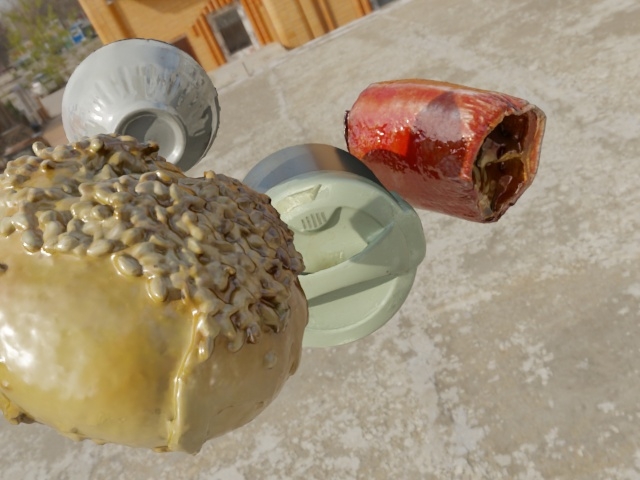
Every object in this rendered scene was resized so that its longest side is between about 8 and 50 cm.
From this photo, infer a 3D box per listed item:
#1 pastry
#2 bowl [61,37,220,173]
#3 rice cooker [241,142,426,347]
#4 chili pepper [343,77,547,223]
[{"bbox_3d":[-0.150,0.021,0.536,0.284,0.184,0.315,-10,36,-45],"label":"pastry"},{"bbox_3d":[-0.203,-0.132,0.752,0.189,0.189,0.086,-27,38,-2],"label":"bowl"},{"bbox_3d":[0.001,0.002,0.996,0.288,0.288,0.277,-26,24,0],"label":"rice cooker"},{"bbox_3d":[0.216,-0.155,1.142,0.229,0.252,0.305,-19,29,-33],"label":"chili pepper"}]
